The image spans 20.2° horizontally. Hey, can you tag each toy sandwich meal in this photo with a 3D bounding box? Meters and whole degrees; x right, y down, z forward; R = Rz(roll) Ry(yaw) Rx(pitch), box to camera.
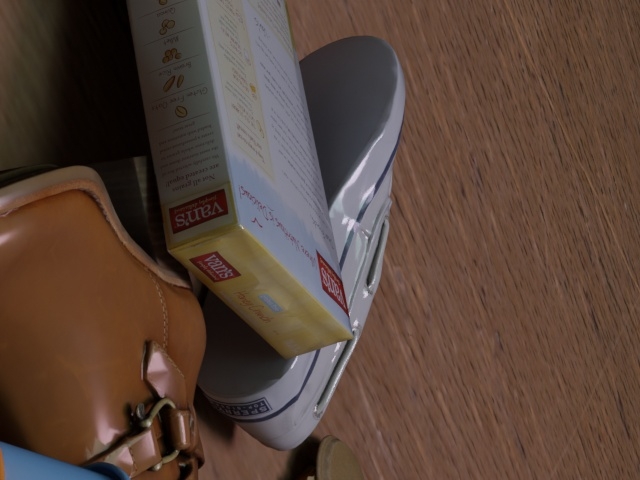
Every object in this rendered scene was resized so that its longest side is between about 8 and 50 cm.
[{"bbox_3d":[0.005,0.166,1.149,0.085,0.029,0.086,-14,90,-71],"label":"toy sandwich meal"}]

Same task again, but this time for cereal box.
[{"bbox_3d":[-0.048,-0.073,0.971,0.173,0.047,0.240,48,28,-60],"label":"cereal box"}]

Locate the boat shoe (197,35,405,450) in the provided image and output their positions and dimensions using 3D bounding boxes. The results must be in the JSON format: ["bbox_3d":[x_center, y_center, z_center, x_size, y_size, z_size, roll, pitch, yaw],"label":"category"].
[{"bbox_3d":[0.000,0.000,1.093,0.088,0.096,0.267,57,38,-50],"label":"boat shoe"}]

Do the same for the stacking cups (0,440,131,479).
[{"bbox_3d":[-0.120,0.126,0.706,0.316,0.096,0.096,22,64,-35],"label":"stacking cups"}]

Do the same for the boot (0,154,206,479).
[{"bbox_3d":[-0.128,0.078,0.814,0.283,0.109,0.220,-17,99,-75],"label":"boot"}]
